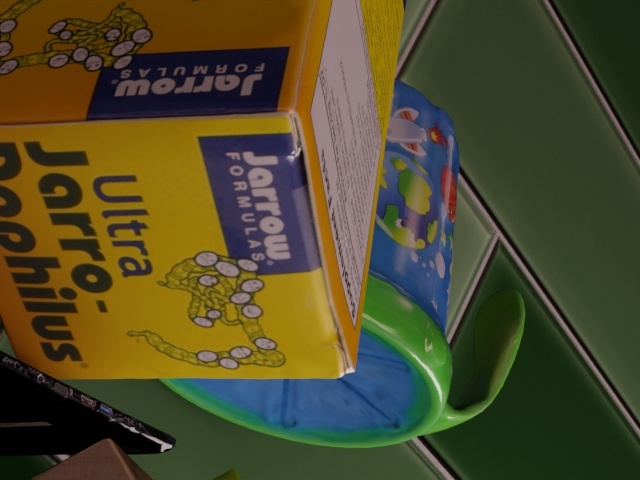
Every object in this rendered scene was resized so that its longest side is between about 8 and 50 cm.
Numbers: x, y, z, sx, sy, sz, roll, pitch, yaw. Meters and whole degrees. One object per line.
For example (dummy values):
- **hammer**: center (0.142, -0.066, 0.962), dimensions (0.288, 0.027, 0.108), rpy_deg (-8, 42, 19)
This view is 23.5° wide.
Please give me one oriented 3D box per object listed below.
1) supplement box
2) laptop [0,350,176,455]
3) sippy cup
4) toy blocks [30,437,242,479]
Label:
- **supplement box**: center (-0.068, -0.112, 0.911), dimensions (0.356, 0.195, 0.194), rpy_deg (-80, 164, -45)
- **laptop**: center (-0.234, 0.017, 0.823), dimensions (0.264, 0.234, 0.136), rpy_deg (37, 55, -50)
- **sippy cup**: center (0.000, 0.000, 1.120), dimensions (0.305, 0.240, 0.224), rpy_deg (56, 41, -48)
- **toy blocks**: center (-0.200, 0.249, 0.880), dimensions (0.381, 0.191, 0.261), rpy_deg (-29, 162, -6)
